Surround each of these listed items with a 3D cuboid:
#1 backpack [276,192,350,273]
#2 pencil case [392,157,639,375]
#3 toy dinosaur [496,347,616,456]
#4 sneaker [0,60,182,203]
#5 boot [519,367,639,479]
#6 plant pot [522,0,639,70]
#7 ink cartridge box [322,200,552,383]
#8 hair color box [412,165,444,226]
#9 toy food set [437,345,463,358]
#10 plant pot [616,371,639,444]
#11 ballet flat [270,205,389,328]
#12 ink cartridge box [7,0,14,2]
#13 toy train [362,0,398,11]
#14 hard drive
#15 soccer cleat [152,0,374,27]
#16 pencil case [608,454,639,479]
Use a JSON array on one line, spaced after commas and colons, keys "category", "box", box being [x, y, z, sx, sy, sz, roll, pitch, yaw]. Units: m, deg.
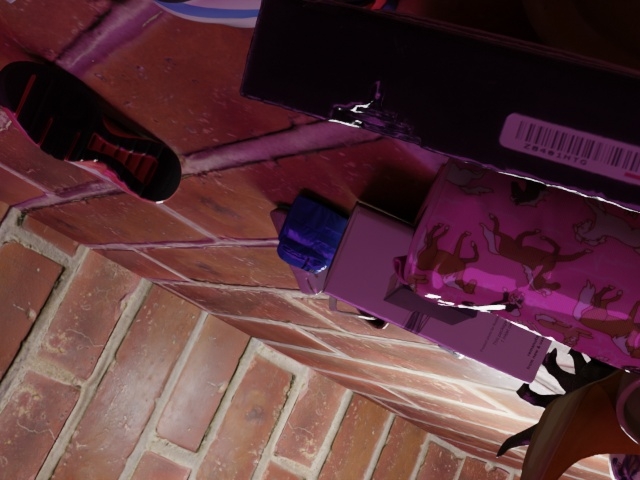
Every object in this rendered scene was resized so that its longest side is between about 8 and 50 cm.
[{"category": "backpack", "box": [0.000, 0.000, 1.128, 0.120, 0.101, 0.098, 23, 171, -6]}, {"category": "pencil case", "box": [0.270, 0.036, 0.712, 0.386, 0.167, 0.160, 22, 153, 11]}, {"category": "toy dinosaur", "box": [0.392, 0.226, 1.086, 0.160, 0.313, 0.121, 46, 152, 31]}, {"category": "sneaker", "box": [-0.367, -0.151, 1.151, 0.136, 0.116, 0.314, 9, 158, 48]}, {"category": "boot", "box": [0.409, 0.255, 0.982, 0.211, 0.295, 0.104, 33, 161, 5]}, {"category": "plant pot", "box": [0.236, -0.144, 0.438, 0.236, 0.032, 0.236, 23, 165, 7]}, {"category": "ink cartridge box", "box": [0.148, 0.056, 0.961, 0.273, 0.115, 0.198, 24, -175, 1]}, {"category": "hair color box", "box": [0.198, -0.017, 0.862, 0.167, 0.053, 0.093, 25, 165, 5]}, {"category": "toy food set", "box": [0.204, 0.099, 1.113, 0.232, 0.111, 0.104, 30, 164, 6]}, {"category": "plant pot", "box": [0.470, 0.163, 0.874, 0.237, 0.110, 0.237, 11, 141, 9]}, {"category": "ballet flat", "box": [0.025, 0.060, 1.265, 0.316, 0.106, 0.107, 34, 162, -30]}, {"category": "ink cartridge box", "box": [-0.299, -0.294, 0.715, 0.097, 0.046, 0.207, 34, 162, -34]}, {"category": "toy train", "box": [-0.006, -0.212, 0.548, 0.166, 0.046, 0.125, 29, 163, -16]}, {"category": "hard drive", "box": [0.127, -0.079, 0.490, 0.237, 0.064, 0.339, 20, -169, 19]}, {"category": "soccer cleat", "box": [0.044, -0.196, 0.407, 0.331, 0.116, 0.143, -5, 179, 30]}, {"category": "pencil case", "box": [0.695, 0.406, 1.258, 0.160, 0.183, 0.410, 34, 162, -33]}]
